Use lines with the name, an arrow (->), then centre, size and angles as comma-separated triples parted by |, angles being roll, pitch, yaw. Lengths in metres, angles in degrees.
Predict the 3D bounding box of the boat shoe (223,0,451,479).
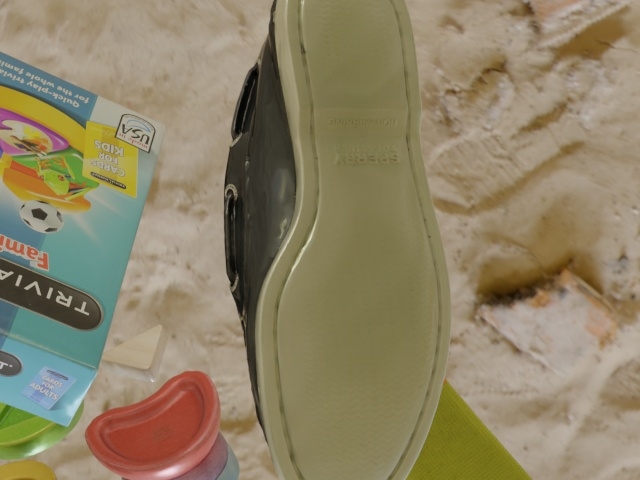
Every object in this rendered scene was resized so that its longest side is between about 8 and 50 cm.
boat shoe -> -0.004, -0.001, 0.725 | 0.127, 0.113, 0.340 | -1, 80, -26

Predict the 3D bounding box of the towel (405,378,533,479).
towel -> 0.107, 0.194, 1.142 | 0.102, 0.021, 0.237 | -41, 90, 3

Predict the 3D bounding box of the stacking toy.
stacking toy -> -0.250, 0.254, 1.318 | 0.309, 0.279, 0.130 | -21, 121, -6

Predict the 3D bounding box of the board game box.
board game box -> -0.285, -0.031, 0.991 | 0.254, 0.336, 0.079 | 23, 127, -15
